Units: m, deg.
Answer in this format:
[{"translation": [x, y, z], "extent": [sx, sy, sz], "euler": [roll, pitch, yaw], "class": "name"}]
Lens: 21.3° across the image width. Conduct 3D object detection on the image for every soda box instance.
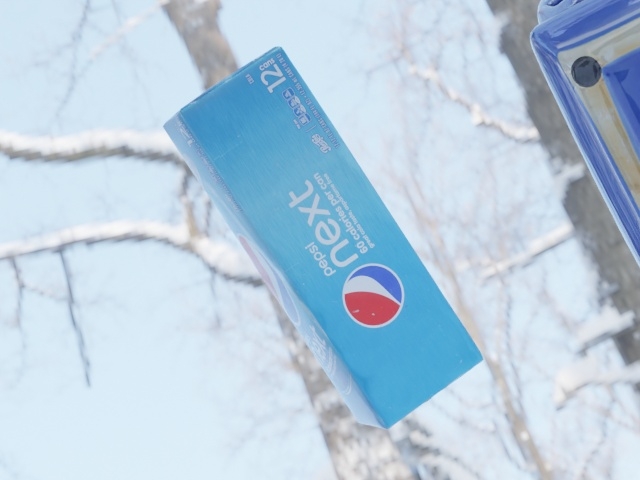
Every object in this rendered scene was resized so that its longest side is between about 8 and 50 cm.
[{"translation": [0.000, 0.000, 0.961], "extent": [0.071, 0.210, 0.067], "euler": [-34, 5, -13], "class": "soda box"}]

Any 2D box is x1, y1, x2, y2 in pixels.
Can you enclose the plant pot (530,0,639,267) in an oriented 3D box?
[{"translation": [0.276, -0.097, 1.103], "extent": [0.236, 0.212, 0.236], "euler": [-25, -84, 21], "class": "plant pot"}]
